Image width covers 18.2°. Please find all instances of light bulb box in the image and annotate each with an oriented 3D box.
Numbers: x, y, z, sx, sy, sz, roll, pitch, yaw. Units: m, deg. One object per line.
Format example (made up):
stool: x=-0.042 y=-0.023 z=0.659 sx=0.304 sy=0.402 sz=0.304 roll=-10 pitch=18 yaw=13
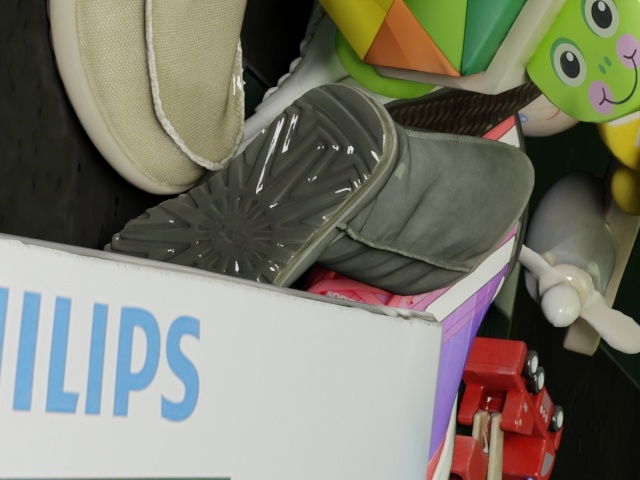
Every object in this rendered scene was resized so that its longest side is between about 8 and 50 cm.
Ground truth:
light bulb box: x=-0.143 y=0.172 z=0.571 sx=0.358 sy=0.225 sz=0.361 roll=13 pitch=83 yaw=-66

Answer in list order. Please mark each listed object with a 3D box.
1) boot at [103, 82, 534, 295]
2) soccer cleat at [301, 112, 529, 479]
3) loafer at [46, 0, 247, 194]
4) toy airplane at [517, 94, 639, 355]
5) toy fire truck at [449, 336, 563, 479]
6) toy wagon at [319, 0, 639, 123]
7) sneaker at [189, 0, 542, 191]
boot: x=0.000 y=0.002 z=0.959 sx=0.076 sy=0.190 sz=0.208 roll=58 pitch=14 yaw=12
soccer cleat: x=0.038 y=0.025 z=1.106 sx=0.116 sy=0.109 sz=0.318 roll=42 pitch=60 yaw=-59
loafer: x=-0.060 y=-0.145 z=0.861 sx=0.102 sy=0.092 sz=0.268 roll=-43 pitch=133 yaw=-57
toy airplane: x=0.217 y=-0.125 z=1.252 sx=0.384 sy=0.272 sz=0.386 roll=160 pitch=-71 yaw=-74
toy fire truck: x=0.116 y=0.142 z=1.372 sx=0.192 sy=0.047 sz=0.135 roll=60 pitch=42 yaw=-54
toy wagon: x=0.056 y=-0.171 z=0.841 sx=0.068 sy=0.344 sz=0.267 roll=-22 pitch=157 yaw=-31
sneaker: x=0.014 y=-0.083 z=1.068 sx=0.290 sy=0.123 sz=0.106 roll=-34 pitch=149 yaw=-37
